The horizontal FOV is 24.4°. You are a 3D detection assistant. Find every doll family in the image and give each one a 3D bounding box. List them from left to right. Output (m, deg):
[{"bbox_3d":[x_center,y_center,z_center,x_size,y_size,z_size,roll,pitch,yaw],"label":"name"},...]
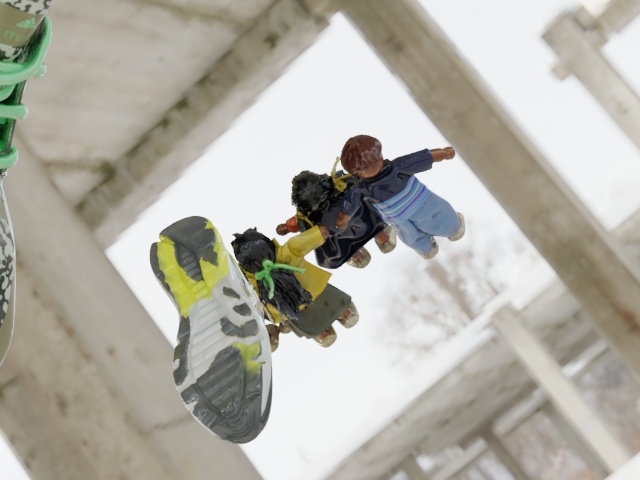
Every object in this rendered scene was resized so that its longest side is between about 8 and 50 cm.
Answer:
[{"bbox_3d":[0.000,0.000,0.904,0.193,0.076,0.111,-43,-48,3],"label":"doll family"}]

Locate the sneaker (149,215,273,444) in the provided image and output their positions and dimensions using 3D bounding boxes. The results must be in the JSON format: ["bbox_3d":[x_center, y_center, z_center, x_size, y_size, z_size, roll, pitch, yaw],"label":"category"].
[{"bbox_3d":[-0.027,0.029,0.455,0.031,0.083,0.035,-28,-40,12],"label":"sneaker"}]

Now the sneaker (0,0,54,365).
[{"bbox_3d":[-0.214,-0.109,0.823,0.182,0.410,0.158,2,11,42],"label":"sneaker"}]
